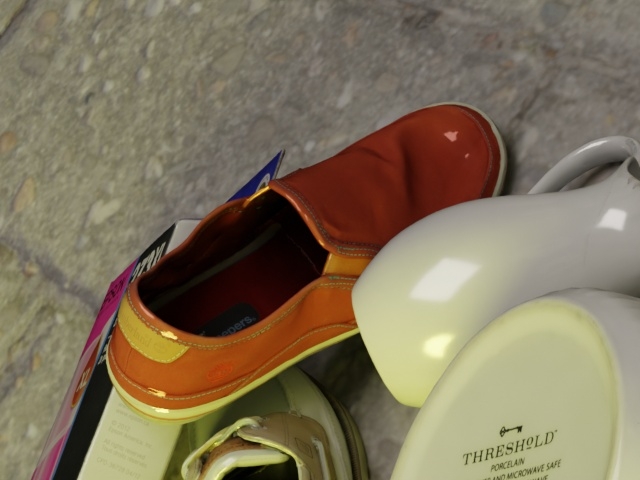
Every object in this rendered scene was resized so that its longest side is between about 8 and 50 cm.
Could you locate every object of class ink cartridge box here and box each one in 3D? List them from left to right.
[{"bbox_3d":[-0.135,0.107,1.366,0.176,0.069,0.371,-37,28,63],"label":"ink cartridge box"}]

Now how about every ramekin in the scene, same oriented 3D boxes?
[{"bbox_3d":[0.140,0.151,1.032,0.273,0.127,0.273,-45,31,38],"label":"ramekin"}]

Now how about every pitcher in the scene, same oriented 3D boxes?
[{"bbox_3d":[0.128,0.013,1.233,0.207,0.125,0.178,-25,26,11],"label":"pitcher"}]

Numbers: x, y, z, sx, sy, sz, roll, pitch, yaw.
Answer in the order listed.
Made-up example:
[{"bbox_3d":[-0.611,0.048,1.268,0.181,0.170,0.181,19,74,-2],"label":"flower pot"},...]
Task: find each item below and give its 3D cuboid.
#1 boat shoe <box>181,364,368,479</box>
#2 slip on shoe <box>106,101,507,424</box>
[{"bbox_3d":[-0.033,0.160,1.258,0.113,0.103,0.302,-41,41,10],"label":"boat shoe"},{"bbox_3d":[0.000,0.000,1.281,0.331,0.101,0.123,-33,63,-25],"label":"slip on shoe"}]
